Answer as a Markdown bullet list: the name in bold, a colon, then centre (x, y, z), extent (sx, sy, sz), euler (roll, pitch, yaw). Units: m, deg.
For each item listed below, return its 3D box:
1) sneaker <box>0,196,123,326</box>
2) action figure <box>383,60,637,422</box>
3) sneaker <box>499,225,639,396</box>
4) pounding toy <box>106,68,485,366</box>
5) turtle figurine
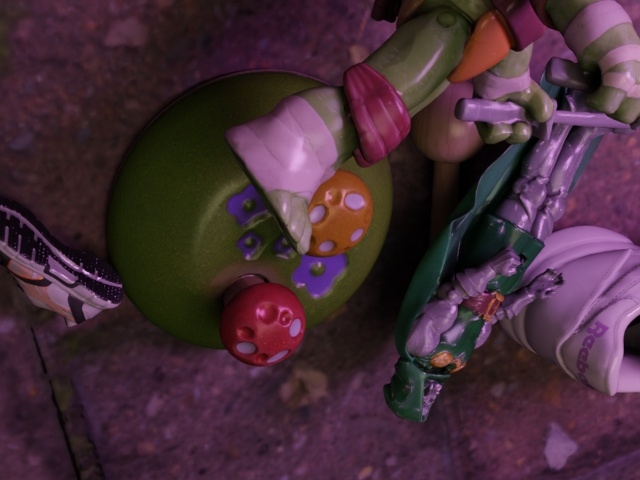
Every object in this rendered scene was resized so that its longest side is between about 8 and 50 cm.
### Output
- **sneaker**: centre (-0.168, 0.015, 1.076), extent (0.109, 0.040, 0.044), euler (38, 124, -24)
- **action figure**: centre (0.109, 0.011, 1.147), extent (0.232, 0.063, 0.137), euler (-58, 150, 4)
- **sneaker**: centre (0.277, 0.049, 1.227), extent (0.305, 0.152, 0.114), euler (-11, 118, -21)
- **pounding toy**: centre (0.000, 0.000, 1.100), extent (0.237, 0.110, 0.183), euler (-7, 119, -21)
- **turtle figurine**: centre (0.100, -0.064, 0.967), extent (0.266, 0.198, 0.274), euler (-33, 123, -1)
